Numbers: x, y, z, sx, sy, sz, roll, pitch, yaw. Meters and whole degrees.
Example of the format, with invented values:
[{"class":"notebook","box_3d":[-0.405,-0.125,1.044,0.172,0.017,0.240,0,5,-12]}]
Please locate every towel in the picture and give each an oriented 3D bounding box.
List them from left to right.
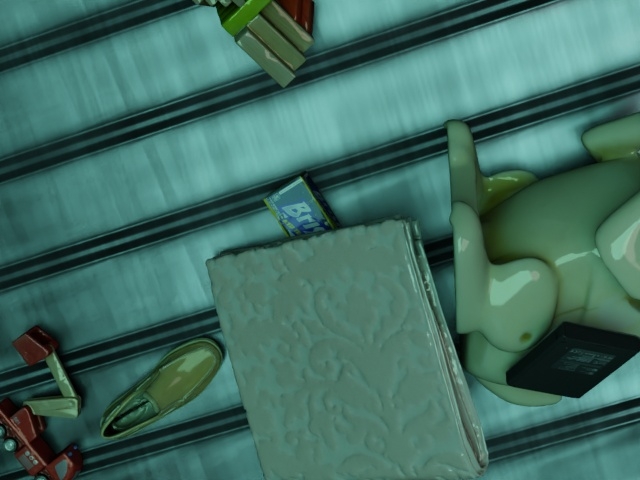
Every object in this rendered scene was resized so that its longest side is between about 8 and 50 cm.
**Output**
[{"class":"towel","box_3d":[0.024,0.142,1.629,0.332,0.053,0.317,-10,98,41]}]

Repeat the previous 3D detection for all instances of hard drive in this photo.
[{"class":"hard drive","box_3d":[0.274,0.133,1.475,0.094,0.135,0.022,11,58,-16]}]

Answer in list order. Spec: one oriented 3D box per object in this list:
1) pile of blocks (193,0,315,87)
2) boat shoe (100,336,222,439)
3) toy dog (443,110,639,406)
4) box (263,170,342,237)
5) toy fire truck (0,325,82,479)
[{"class":"pile of blocks","box_3d":[-0.125,-0.351,1.590,0.112,0.149,0.362,-43,92,12]},{"class":"boat shoe","box_3d":[-0.204,0.198,1.733,0.190,0.072,0.068,-41,93,11]},{"class":"toy dog","box_3d":[0.356,0.038,1.543,0.407,0.284,0.395,-4,112,7]},{"class":"box","box_3d":[0.000,0.000,1.685,0.059,0.054,0.169,-32,96,11]},{"class":"toy fire truck","box_3d":[-0.362,0.223,1.768,0.135,0.047,0.192,-38,94,10]}]
